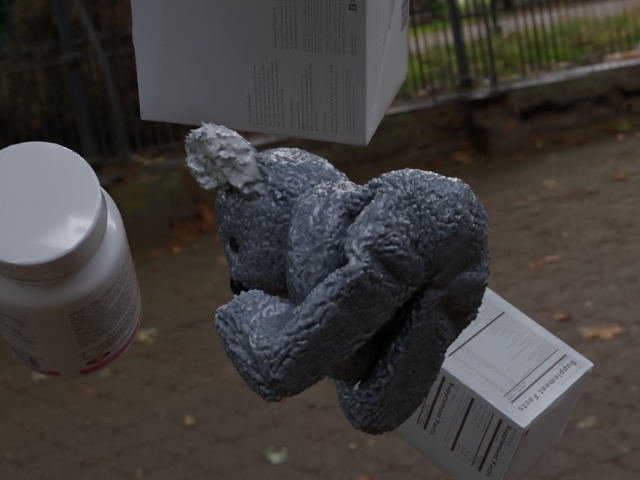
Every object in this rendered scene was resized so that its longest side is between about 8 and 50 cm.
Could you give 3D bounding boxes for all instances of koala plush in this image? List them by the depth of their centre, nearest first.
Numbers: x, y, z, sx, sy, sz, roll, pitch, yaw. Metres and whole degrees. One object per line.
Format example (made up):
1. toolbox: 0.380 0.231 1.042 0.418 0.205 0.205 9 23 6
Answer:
1. koala plush: 0.000 0.000 1.034 0.221 0.203 0.196 41 8 40

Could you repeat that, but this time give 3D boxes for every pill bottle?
1. pill bottle: -0.277 0.024 1.402 0.160 0.160 0.283 -11 -25 -7

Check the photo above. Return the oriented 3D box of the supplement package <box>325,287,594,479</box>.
1. supplement package: 0.137 0.134 1.417 0.244 0.134 0.139 37 47 24

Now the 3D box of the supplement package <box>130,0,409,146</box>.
1. supplement package: -0.050 -0.247 1.491 0.262 0.199 0.198 8 32 15
